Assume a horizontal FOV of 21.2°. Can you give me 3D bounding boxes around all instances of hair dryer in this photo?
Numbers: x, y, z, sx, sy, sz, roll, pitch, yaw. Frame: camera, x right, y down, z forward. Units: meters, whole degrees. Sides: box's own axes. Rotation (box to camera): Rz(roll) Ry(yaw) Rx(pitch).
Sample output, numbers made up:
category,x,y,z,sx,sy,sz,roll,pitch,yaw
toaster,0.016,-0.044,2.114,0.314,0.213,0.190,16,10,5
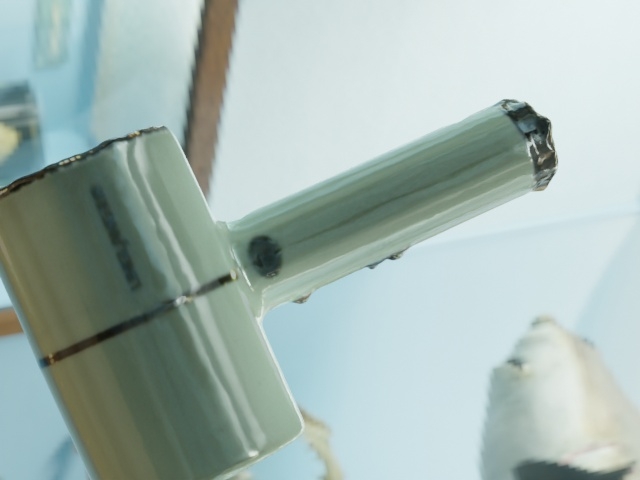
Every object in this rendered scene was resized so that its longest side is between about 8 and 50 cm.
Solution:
category,x,y,z,sx,sy,sz,roll,pitch,yaw
hair dryer,0.000,0.000,1.013,0.203,0.362,0.128,66,-16,1
